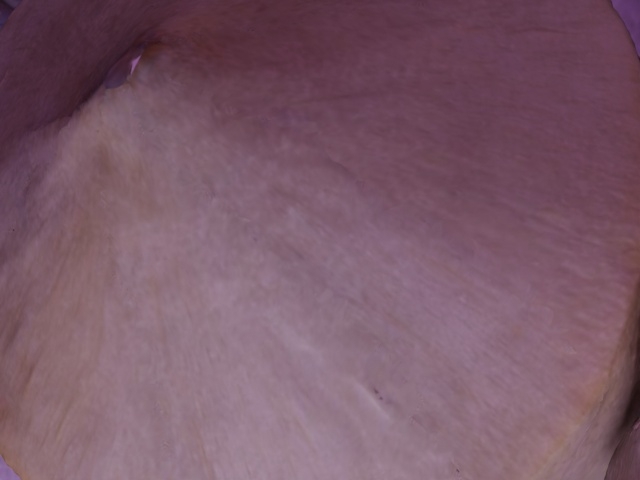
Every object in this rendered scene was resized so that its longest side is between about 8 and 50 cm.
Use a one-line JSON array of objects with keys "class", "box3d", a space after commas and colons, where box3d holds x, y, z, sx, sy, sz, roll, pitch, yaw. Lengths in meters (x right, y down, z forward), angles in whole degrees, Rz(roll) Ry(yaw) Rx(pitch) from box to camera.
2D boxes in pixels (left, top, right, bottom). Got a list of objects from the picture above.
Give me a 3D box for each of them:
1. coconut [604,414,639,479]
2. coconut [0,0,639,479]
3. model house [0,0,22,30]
[{"class": "coconut", "box3d": [0.196, 0.108, 0.565, 0.224, 0.224, 0.234, 39, 99, 34]}, {"class": "coconut", "box3d": [0.000, 0.000, 0.665, 0.328, 0.329, 0.329, -10, 66, 24]}, {"class": "model house", "box3d": [-0.327, -0.087, 0.855, 0.297, 0.360, 0.339, 32, 88, 32]}]
